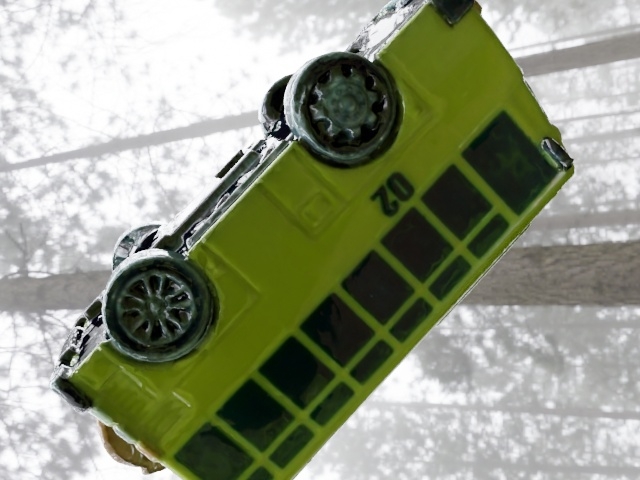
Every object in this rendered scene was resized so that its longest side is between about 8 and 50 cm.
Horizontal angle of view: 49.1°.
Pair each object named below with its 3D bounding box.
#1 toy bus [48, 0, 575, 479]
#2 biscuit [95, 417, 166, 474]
[{"bbox_3d":[0.000,0.000,0.375,0.262,0.128,0.150,-46,-75,-3],"label":"toy bus"},{"bbox_3d":[-0.207,0.160,0.884,0.203,0.041,0.260,7,-100,-58],"label":"biscuit"}]
